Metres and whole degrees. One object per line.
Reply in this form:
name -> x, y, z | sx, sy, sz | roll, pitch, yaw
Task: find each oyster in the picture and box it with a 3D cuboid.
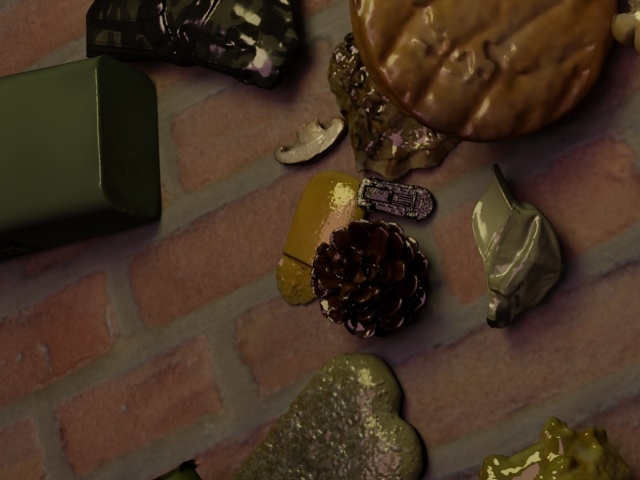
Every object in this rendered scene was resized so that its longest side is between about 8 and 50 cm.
oyster -> 0.100, -0.187, 1.848 | 0.214, 0.083, 0.223 | -13, 80, 32

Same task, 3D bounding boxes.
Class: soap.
soap -> 0.000, 0.000, 1.895 | 0.089, 0.033, 0.168 | 20, 92, 33

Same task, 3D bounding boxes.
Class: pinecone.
pinecone -> 0.051, 0.044, 1.805 | 0.140, 0.121, 0.140 | -3, 83, 27

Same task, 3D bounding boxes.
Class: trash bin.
trash bin -> -0.389, -0.099, 2.081 | 0.343, 0.158, 0.223 | -11, 75, 29

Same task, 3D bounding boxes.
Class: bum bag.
bum bag -> -0.162, -0.277, 2.016 | 0.340, 0.095, 0.144 | 13, 83, 35

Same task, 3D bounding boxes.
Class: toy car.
toy car -> 0.087, -0.047, 1.853 | 0.093, 0.025, 0.041 | 13, 83, 13

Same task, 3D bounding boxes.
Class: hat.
hat -> 0.209, 0.002, 1.756 | 0.122, 0.081, 0.166 | 110, 152, -48

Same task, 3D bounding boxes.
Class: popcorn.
popcorn -> 0.243, 0.267, 1.643 | 0.173, 0.142, 0.173 | -29, 53, 49

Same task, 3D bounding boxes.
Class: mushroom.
mushroom -> -0.010, -0.118, 1.934 | 0.101, 0.019, 0.049 | -24, 69, 23

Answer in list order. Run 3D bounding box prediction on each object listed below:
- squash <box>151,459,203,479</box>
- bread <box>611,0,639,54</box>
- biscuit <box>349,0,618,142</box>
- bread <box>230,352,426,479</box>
squash -> -0.155, 0.455, 1.791 | 0.309, 0.310, 0.310 | 46, 106, 9
bread -> 0.385, -0.227, 1.672 | 0.119, 0.084, 0.177 | -49, 60, 1
biscuit -> 0.174, -0.250, 1.732 | 0.296, 0.102, 0.296 | 0, 90, -9
bread -> 0.014, 0.274, 1.822 | 0.207, 0.056, 0.286 | 42, 104, 32
